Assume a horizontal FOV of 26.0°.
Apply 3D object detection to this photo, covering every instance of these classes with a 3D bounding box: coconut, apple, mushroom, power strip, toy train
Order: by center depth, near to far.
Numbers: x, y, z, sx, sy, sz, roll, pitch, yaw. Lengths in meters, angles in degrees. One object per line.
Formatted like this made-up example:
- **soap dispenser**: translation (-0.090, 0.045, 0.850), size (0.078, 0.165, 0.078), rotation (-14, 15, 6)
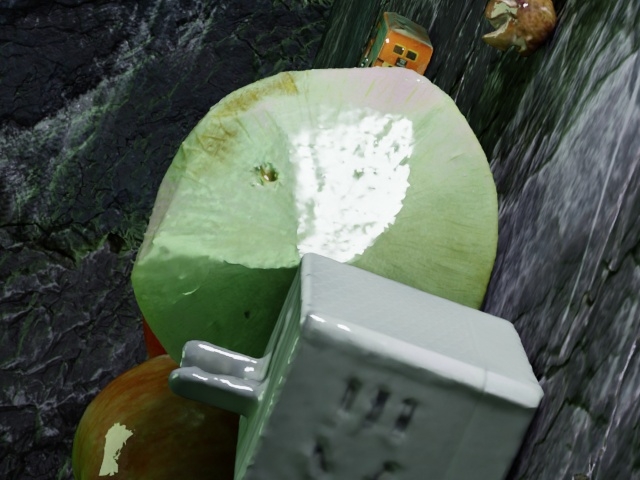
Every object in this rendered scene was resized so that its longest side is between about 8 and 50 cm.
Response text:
- **power strip**: translation (0.014, 0.100, 0.931), size (0.139, 0.224, 0.140), rotation (-91, 23, -72)
- **coconut**: translation (0.000, 0.000, 1.139), size (0.328, 0.281, 0.328), rotation (-31, 6, 4)
- **mushroom**: translation (0.174, -0.204, 1.257), size (0.187, 0.061, 0.060), rotation (-84, 10, -78)
- **apple**: translation (-0.127, 0.270, 1.483), size (0.309, 0.250, 0.277), rotation (95, 154, -49)
- **toy train**: translation (0.100, -0.239, 1.843), size (0.099, 0.072, 0.188), rotation (-62, 9, 16)

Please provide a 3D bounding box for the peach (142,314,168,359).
- **peach**: translation (-0.095, 0.092, 1.631), size (0.201, 0.258, 0.361), rotation (-95, 31, -71)
